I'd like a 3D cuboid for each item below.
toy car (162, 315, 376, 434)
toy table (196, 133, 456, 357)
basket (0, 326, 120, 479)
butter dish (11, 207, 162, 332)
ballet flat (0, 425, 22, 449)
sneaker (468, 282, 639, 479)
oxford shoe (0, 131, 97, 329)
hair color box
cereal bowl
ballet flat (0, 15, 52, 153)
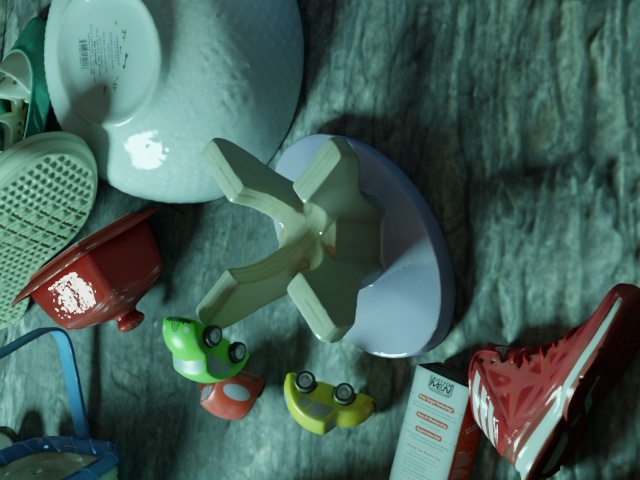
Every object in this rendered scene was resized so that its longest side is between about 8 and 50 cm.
[{"bbox_3d":[-0.088,0.143,1.610,0.239,0.225,0.053,3,67,40],"label":"toy car"},{"bbox_3d":[0.000,0.000,1.576,0.274,0.161,0.252,44,116,33],"label":"toy table"},{"bbox_3d":[-0.359,0.270,1.830,0.201,0.255,0.289,-7,104,42],"label":"basket"},{"bbox_3d":[-0.249,0.053,1.815,0.160,0.160,0.118,-33,92,37],"label":"butter dish"},{"bbox_3d":[-0.400,0.360,1.989,0.084,0.058,0.249,-4,93,5],"label":"ballet flat"},{"bbox_3d":[0.206,0.109,1.448,0.128,0.087,0.221,41,114,31],"label":"sneaker"},{"bbox_3d":[-0.385,-0.024,1.851,0.449,0.169,0.130,131,131,-55],"label":"oxford shoe"},{"bbox_3d":[0.118,0.199,1.549,0.072,0.043,0.141,23,106,38],"label":"hair color box"},{"bbox_3d":[-0.189,-0.205,1.728,0.339,0.141,0.339,5,99,35],"label":"cereal bowl"},{"bbox_3d":[-0.383,-0.160,1.950,0.083,0.087,0.247,13,98,40],"label":"ballet flat"}]
